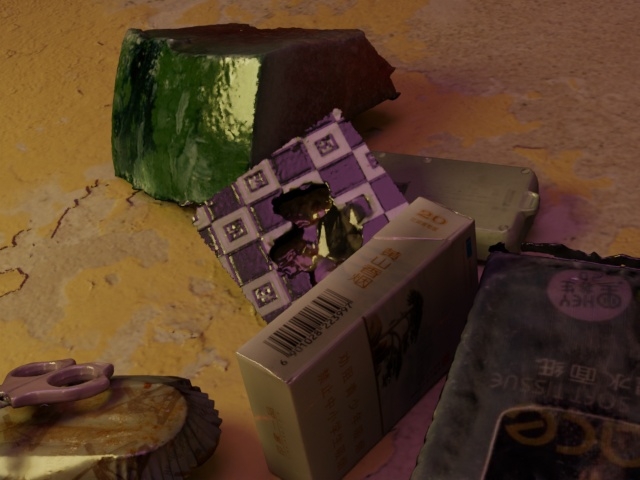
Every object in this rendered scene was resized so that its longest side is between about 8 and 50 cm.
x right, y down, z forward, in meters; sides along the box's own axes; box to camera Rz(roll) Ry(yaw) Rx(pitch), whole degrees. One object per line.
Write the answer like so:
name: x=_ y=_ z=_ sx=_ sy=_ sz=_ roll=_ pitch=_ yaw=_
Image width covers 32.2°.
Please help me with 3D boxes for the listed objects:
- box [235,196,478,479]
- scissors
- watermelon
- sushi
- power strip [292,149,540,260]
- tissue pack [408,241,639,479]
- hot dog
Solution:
box: x=0.043 y=0.087 z=0.938 sx=0.067 sy=0.149 sz=0.233 roll=28 pitch=53 yaw=34
scissors: x=-0.270 y=0.131 z=0.897 sx=0.110 sy=0.021 sz=0.212 roll=3 pitch=13 yaw=42
watermelon: x=-0.100 y=-0.180 z=1.267 sx=0.264 sy=0.151 sz=0.302 roll=13 pitch=40 yaw=45
sushi: x=0.000 y=0.000 z=1.100 sx=0.193 sy=0.040 sz=0.210 roll=-35 pitch=63 yaw=-2
power strip: x=0.095 y=-0.040 z=1.159 sx=0.271 sy=0.046 sz=0.118 roll=9 pitch=43 yaw=22
tissue pack: x=0.210 y=0.166 z=0.832 sx=0.259 sy=0.122 sz=0.361 roll=10 pitch=42 yaw=18
hot dog: x=-0.217 y=0.180 z=0.942 sx=0.271 sy=0.081 sz=0.162 roll=-4 pitch=30 yaw=20
